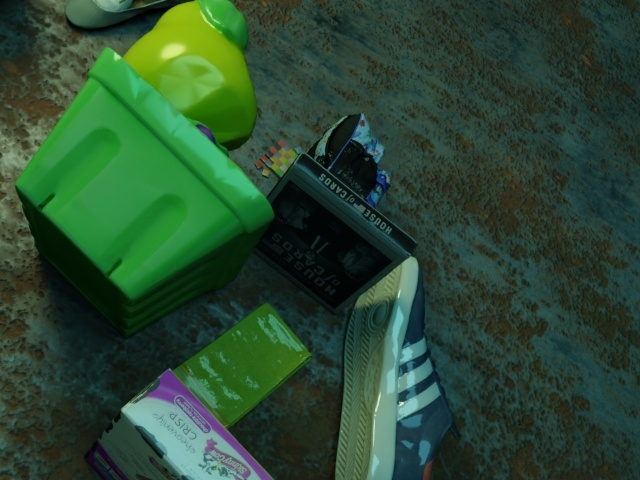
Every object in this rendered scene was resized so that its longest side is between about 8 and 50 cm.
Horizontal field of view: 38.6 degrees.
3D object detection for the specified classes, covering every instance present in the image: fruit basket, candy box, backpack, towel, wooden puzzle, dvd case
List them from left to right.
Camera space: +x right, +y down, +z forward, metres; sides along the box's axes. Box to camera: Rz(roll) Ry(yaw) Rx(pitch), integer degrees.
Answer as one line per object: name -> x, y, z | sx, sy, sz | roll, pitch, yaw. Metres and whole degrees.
candy box -> -0.162, 0.247, 0.992 | 0.159, 0.233, 0.071 | 47, 57, 1
fruit basket -> -0.165, -0.098, 1.074 | 0.283, 0.392, 0.392 | 45, 57, 1
towel -> -0.122, 0.178, 1.169 | 0.237, 0.021, 0.102 | -36, 85, -33
wooden puzzle -> -0.056, -0.117, 1.345 | 0.049, 0.006, 0.083 | 44, 57, 0
dvd case -> 0.000, 0.000, 1.177 | 0.179, 0.239, 0.029 | 38, 59, -4
backpack -> 0.026, -0.090, 1.290 | 0.117, 0.158, 0.173 | 40, 45, -12

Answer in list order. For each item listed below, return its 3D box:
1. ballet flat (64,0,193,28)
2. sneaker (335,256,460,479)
ballet flat -> -0.270, -0.367, 1.330 | 0.213, 0.068, 0.072 | -23, 77, -31
sneaker -> 0.117, 0.193, 1.217 | 0.148, 0.131, 0.350 | 20, 65, -23
